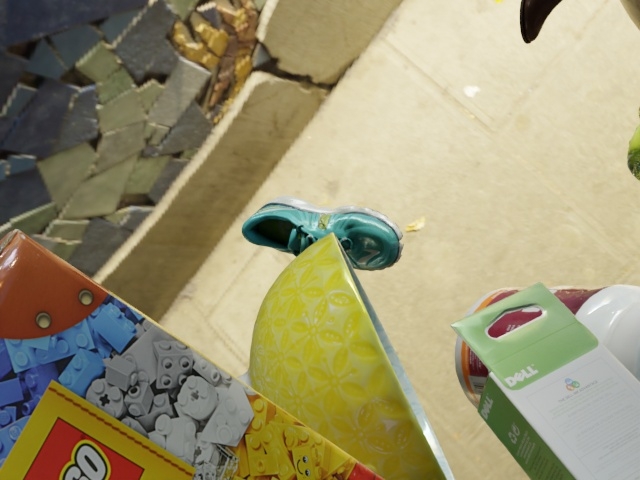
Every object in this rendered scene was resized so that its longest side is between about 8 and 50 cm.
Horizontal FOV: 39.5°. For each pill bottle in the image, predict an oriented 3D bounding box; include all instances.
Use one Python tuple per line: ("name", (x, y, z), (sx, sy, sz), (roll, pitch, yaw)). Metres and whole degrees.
("pill bottle", (0.387, 0.175, 1.292), (0.392, 0.224, 0.224), (172, 97, -66))

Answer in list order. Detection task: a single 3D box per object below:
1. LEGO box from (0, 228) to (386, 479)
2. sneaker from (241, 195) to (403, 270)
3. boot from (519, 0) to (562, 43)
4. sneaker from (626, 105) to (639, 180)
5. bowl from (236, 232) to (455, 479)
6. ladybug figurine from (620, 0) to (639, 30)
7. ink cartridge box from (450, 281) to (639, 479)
("LEGO box", (-0.198, 0.235, 0.641), (0.500, 0.372, 0.193), (-23, 35, 48))
("sneaker", (0.000, 0.000, 1.426), (0.275, 0.110, 0.107), (9, 109, 27))
("boot", (0.267, -0.250, 0.912), (0.114, 0.037, 0.106), (15, 95, 38))
("sneaker", (0.414, -0.176, 0.989), (0.091, 0.126, 0.240), (30, 141, 13))
("bowl", (0.007, 0.154, 0.853), (0.156, 0.289, 0.290), (-26, 76, 3))
("ladybug figurine", (0.352, -0.287, 0.689), (0.162, 0.449, 0.305), (53, 123, 34))
("ink cartridge box", (0.206, 0.141, 0.745), (0.209, 0.109, 0.062), (52, 153, 34))
